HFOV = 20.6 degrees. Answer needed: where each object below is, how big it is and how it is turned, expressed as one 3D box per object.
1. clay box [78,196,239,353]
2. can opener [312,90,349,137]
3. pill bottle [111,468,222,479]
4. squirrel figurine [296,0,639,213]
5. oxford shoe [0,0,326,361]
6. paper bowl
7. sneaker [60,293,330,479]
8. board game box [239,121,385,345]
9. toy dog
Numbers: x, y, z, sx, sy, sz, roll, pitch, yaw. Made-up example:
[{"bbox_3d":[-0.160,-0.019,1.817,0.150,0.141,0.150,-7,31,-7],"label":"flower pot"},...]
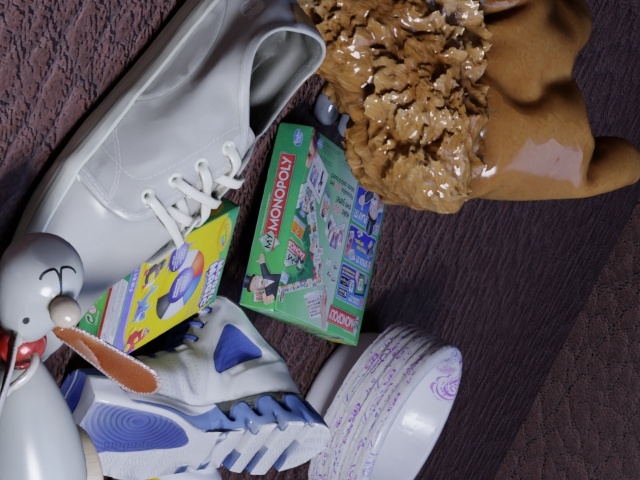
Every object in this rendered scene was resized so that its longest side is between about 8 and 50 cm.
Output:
[{"bbox_3d":[-0.159,0.030,1.837,0.222,0.053,0.127,-31,144,-52],"label":"clay box"},{"bbox_3d":[0.081,-0.156,2.133,0.280,0.074,0.093,-17,133,-61],"label":"can opener"},{"bbox_3d":[-0.185,0.297,2.020,0.208,0.119,0.119,-64,159,7],"label":"pill bottle"},{"bbox_3d":[0.152,-0.233,1.884,0.397,0.281,0.370,-17,113,-49],"label":"squirrel figurine"},{"bbox_3d":[-0.146,-0.066,1.647,0.449,0.130,0.169,-54,162,-13],"label":"oxford shoe"},{"bbox_3d":[0.073,0.246,2.518,0.284,0.148,0.284,-48,155,-31],"label":"paper bowl"},{"bbox_3d":[-0.152,0.154,1.916,0.315,0.182,0.127,8,135,-36],"label":"sneaker"},{"bbox_3d":[0.000,0.000,2.098,0.317,0.046,0.213,31,71,-69],"label":"board game box"},{"bbox_3d":[-0.246,0.169,1.545,0.220,0.161,0.334,-32,143,-18],"label":"toy dog"}]
